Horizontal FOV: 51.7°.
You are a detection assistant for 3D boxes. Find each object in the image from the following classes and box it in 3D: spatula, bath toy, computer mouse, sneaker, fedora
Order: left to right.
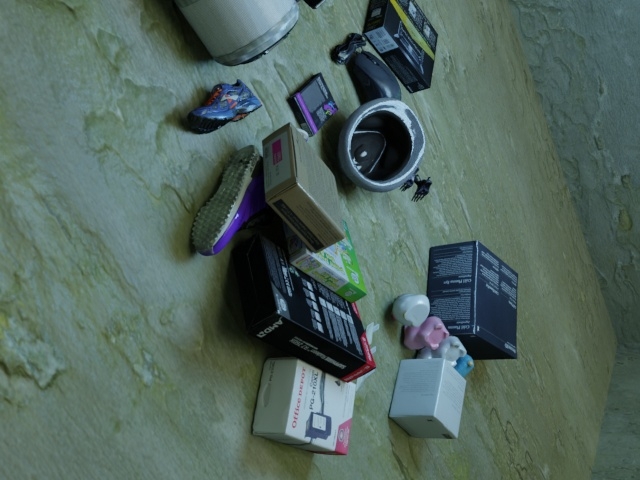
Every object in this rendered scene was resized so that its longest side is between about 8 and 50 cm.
[{"bbox_3d":[-0.221,-0.295,1.446,0.087,0.083,0.221,59,34,-6],"label":"sneaker"},{"bbox_3d":[-0.164,-0.063,1.435,0.146,0.102,0.293,51,46,-35],"label":"sneaker"},{"bbox_3d":[0.129,0.291,1.721,0.242,0.019,0.168,8,87,-75],"label":"spatula"},{"bbox_3d":[0.147,-0.256,1.838,0.275,0.124,0.243,-47,108,-22],"label":"fedora"},{"bbox_3d":[0.161,-0.486,1.944,0.272,0.072,0.188,54,40,-15],"label":"computer mouse"},{"bbox_3d":[0.316,0.286,1.981,0.151,0.129,0.348,-39,117,-2],"label":"bath toy"}]

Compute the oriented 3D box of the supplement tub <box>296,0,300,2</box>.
[{"bbox_3d":[-0.068,-0.683,1.695,0.106,0.106,0.197,49,46,-35],"label":"supplement tub"}]

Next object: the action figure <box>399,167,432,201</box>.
[{"bbox_3d":[0.230,-0.248,1.977,0.164,0.141,0.275,23,38,-40],"label":"action figure"}]

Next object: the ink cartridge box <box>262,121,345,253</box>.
[{"bbox_3d":[-0.040,-0.118,1.466,0.193,0.088,0.234,47,23,-36],"label":"ink cartridge box"}]

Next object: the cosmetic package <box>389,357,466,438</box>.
[{"bbox_3d":[0.313,0.458,1.914,0.151,0.152,0.183,47,48,-36],"label":"cosmetic package"}]

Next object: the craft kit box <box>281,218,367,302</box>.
[{"bbox_3d":[0.000,0.000,1.601,0.250,0.061,0.246,36,33,-44],"label":"craft kit box"}]

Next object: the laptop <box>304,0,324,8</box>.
[{"bbox_3d":[-0.043,-0.782,1.681,0.382,0.236,0.408,44,15,-2],"label":"laptop"}]

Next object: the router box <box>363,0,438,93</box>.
[{"bbox_3d":[0.270,-0.674,2.161,0.309,0.081,0.242,39,54,-42],"label":"router box"}]

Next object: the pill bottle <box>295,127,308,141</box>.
[{"bbox_3d":[-0.067,-0.210,1.625,0.067,0.067,0.120,26,62,-48],"label":"pill bottle"}]

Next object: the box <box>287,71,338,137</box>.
[{"bbox_3d":[-0.017,-0.362,1.758,0.162,0.029,0.116,-52,124,-43],"label":"box"}]

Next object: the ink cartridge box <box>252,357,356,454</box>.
[{"bbox_3d":[-0.031,0.383,1.516,0.237,0.100,0.171,35,55,-44],"label":"ink cartridge box"}]

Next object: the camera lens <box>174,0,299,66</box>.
[{"bbox_3d":[-0.193,-0.529,1.401,0.274,0.219,0.219,55,44,-30],"label":"camera lens"}]

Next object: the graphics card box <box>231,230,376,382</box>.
[{"bbox_3d":[-0.033,0.159,1.496,0.371,0.094,0.232,37,28,-45],"label":"graphics card box"}]

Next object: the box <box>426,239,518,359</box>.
[{"bbox_3d":[0.512,0.210,2.210,0.343,0.179,0.312,32,57,-45],"label":"box"}]
